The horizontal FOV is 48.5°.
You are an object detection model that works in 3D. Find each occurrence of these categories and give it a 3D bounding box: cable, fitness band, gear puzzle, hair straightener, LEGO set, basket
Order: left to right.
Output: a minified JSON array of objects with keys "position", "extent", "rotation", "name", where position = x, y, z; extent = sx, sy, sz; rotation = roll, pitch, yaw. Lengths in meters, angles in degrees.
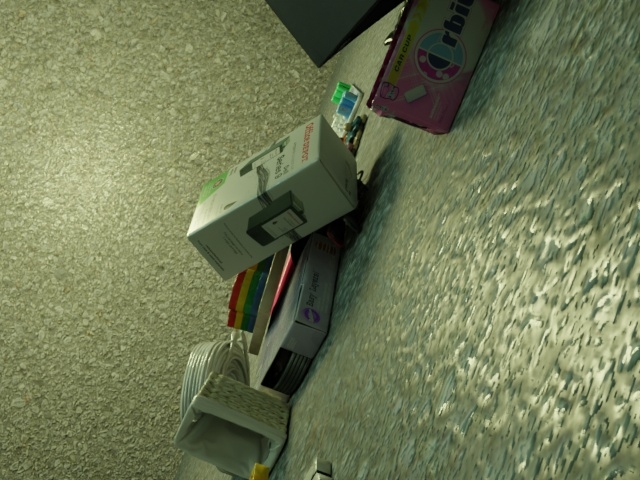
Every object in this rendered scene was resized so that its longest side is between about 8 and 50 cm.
[{"position":[-0.227,0.346,1.550],"extent":[0.257,0.089,0.257],"rotation":[-58,-34,-65],"name":"cable"},{"position":[-0.144,0.310,1.199],"extent":[0.103,0.167,0.113],"rotation":[-73,8,-62],"name":"basket"},{"position":[-0.067,0.340,0.881],"extent":[0.093,0.087,0.227],"rotation":[-89,23,-67],"name":"LEGO set"},{"position":[-0.049,0.047,1.660],"extent":[0.209,0.054,0.290],"rotation":[129,162,-65],"name":"fitness band"},{"position":[0.026,-0.182,1.787],"extent":[0.339,0.044,0.175],"rotation":[127,163,-62],"name":"gear puzzle"},{"position":[0.064,-0.071,1.318],"extent":[0.089,0.047,0.230],"rotation":[-39,14,23],"name":"hair straightener"}]

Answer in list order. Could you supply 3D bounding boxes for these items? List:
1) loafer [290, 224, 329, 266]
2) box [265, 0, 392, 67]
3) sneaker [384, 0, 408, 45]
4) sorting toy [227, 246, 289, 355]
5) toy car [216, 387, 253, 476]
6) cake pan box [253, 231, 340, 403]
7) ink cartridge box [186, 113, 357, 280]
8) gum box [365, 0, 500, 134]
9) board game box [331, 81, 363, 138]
[{"position":[0.000,0.000,1.440],"extent":[0.080,0.078,0.220],"rotation":[54,147,25],"name":"loafer"},{"position":[0.100,-0.446,0.998],"extent":[0.312,0.179,0.343],"rotation":[-42,7,-15],"name":"box"},{"position":[0.168,-0.399,1.276],"extent":[0.130,0.087,0.227],"rotation":[-54,21,38],"name":"sneaker"},{"position":[-0.129,0.075,1.498],"extent":[0.255,0.090,0.257],"rotation":[111,175,-61],"name":"sorting toy"},{"position":[-0.174,0.359,1.360],"extent":[0.182,0.136,0.159],"rotation":[131,159,-67],"name":"toy car"},{"position":[-0.047,0.154,1.314],"extent":[0.266,0.070,0.245],"rotation":[-79,11,-54],"name":"cake pan box"},{"position":[-0.084,-0.084,1.316],"extent":[0.289,0.121,0.211],"rotation":[-29,27,17],"name":"ink cartridge box"},{"position":[0.144,-0.237,0.934],"extent":[0.062,0.107,0.188],"rotation":[-142,73,-82],"name":"gum box"},{"position":[0.012,-0.283,2.136],"extent":[0.390,0.050,0.389],"rotation":[-97,29,-73],"name":"board game box"}]
